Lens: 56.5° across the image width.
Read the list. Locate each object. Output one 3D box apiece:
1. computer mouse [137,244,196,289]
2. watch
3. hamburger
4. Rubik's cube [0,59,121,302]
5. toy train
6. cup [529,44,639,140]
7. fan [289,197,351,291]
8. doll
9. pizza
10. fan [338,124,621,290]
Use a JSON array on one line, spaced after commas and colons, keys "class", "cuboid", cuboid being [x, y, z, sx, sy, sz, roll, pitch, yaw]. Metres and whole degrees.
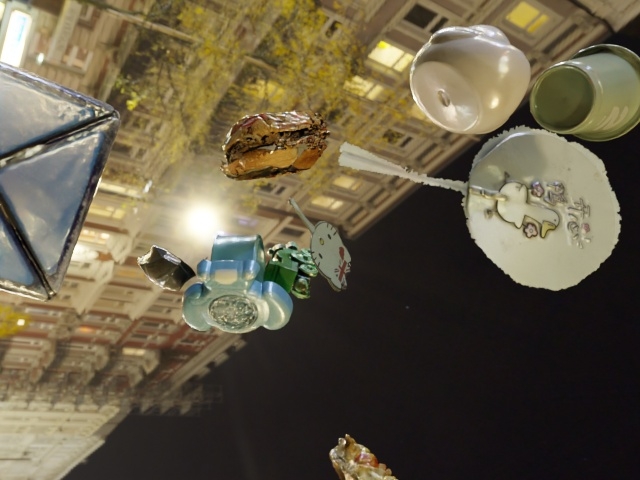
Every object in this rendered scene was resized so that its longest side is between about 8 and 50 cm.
[{"class": "computer mouse", "cuboid": [-0.321, 0.064, 1.218, 0.192, 0.106, 0.062, -11, -134, 61]}, {"class": "watch", "cuboid": [-0.158, 0.071, 1.165, 0.211, 0.211, 0.193, -56, -161, 31]}, {"class": "hamburger", "cuboid": [-0.094, -0.189, 1.175, 0.231, 0.231, 0.106, -14, -97, 55]}, {"class": "Rubik's cube", "cuboid": [-0.437, -0.091, 0.756, 0.255, 0.260, 0.259, 8, -103, 57]}, {"class": "toy train", "cuboid": [-0.060, 0.056, 1.208, 0.178, 0.105, 0.071, -96, -156, -73]}, {"class": "cup", "cuboid": [0.321, -0.178, 0.722, 0.120, 0.141, 0.120, 12, -72, 43]}, {"class": "fan", "cuboid": [0.000, 0.000, 0.463, 0.004, 0.083, 0.056, -25, -155, 29]}, {"class": "doll", "cuboid": [0.295, -0.320, 1.124, 0.251, 0.221, 0.221, 20, -84, 61]}, {"class": "pizza", "cuboid": [0.092, 0.375, 0.858, 0.251, 0.074, 0.287, 47, -28, 41]}, {"class": "fan", "cuboid": [0.224, -0.064, 0.803, 0.012, 0.415, 0.232, 130, -30, -72]}]
